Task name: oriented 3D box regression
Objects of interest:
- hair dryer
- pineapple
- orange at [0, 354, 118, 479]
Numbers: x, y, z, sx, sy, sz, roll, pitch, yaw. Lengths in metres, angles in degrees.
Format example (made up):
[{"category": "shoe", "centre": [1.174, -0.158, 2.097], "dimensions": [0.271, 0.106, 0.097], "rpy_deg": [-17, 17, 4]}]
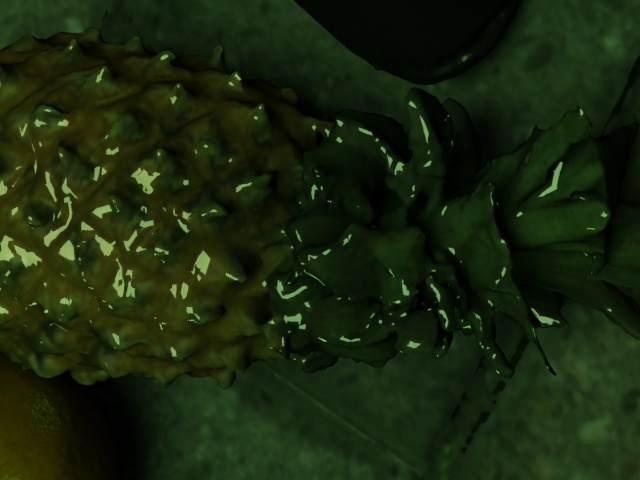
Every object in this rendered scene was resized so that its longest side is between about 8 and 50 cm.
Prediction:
[{"category": "hair dryer", "centre": [0.012, -0.213, 0.780], "dimensions": [0.089, 0.197, 0.251], "rpy_deg": [-4, 74, 27]}, {"category": "pineapple", "centre": [0.000, 0.000, 0.816], "dimensions": [0.340, 0.169, 0.169], "rpy_deg": [8, 101, 18]}, {"category": "orange", "centre": [-0.178, 0.115, 0.914], "dimensions": [0.159, 0.159, 0.136], "rpy_deg": [6, 65, 27]}]
